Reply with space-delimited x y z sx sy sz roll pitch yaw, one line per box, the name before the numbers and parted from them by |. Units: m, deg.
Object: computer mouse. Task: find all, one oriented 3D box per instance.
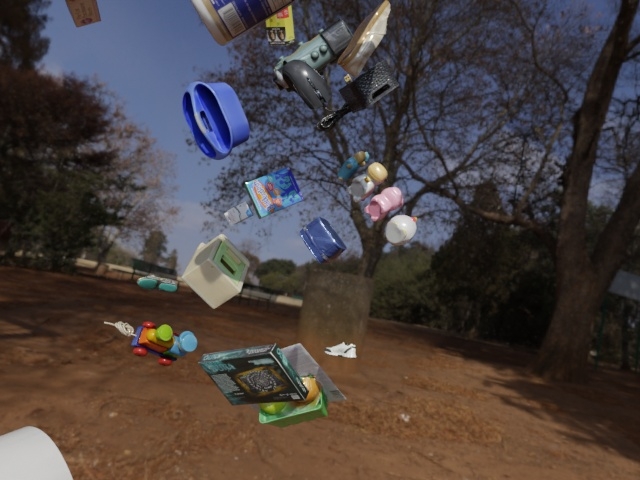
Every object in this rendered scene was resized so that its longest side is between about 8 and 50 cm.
computer mouse | 0.009 -0.496 1.531 0.262 0.184 0.060 56 -6 5

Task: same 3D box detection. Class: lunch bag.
lunch bag | 0.000 0.000 1.023 0.098 0.065 0.067 55 13 18

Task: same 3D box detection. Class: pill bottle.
pill bottle | -0.127 -0.518 0.952 0.265 0.153 0.153 -30 -17 3

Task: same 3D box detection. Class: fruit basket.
fruit basket | -0.129 0.470 1.599 0.327 0.165 0.353 -21 -57 17

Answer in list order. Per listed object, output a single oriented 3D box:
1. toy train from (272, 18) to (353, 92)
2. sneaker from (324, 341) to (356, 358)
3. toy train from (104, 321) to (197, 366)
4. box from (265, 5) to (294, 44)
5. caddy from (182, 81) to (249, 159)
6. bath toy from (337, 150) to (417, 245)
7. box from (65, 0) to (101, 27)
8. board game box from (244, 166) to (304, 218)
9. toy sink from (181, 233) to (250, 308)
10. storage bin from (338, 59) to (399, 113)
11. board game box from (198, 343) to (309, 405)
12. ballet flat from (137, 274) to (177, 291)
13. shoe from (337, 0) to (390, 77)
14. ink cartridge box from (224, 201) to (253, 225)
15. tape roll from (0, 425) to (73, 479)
toy train | -0.025 -0.647 1.701 0.142 0.334 0.190 55 0 -14
sneaker | 0.060 0.318 1.409 0.109 0.043 0.040 -3 -15 36
toy train | -0.501 0.284 1.437 0.143 0.105 0.248 -22 -44 37
box | -0.150 -0.816 1.701 0.087 0.232 0.058 13 35 25
caddy | -0.470 -0.525 2.109 0.241 0.341 0.179 -15 12 39
bath toy | 0.216 -0.144 1.656 0.129 0.348 0.151 -23 -17 -48
box | -0.532 -0.570 1.038 0.067 0.063 0.324 -24 4 -19
board game box | -0.197 -0.204 2.056 0.210 0.160 0.047 -25 1 -21
toy sink | -0.336 0.084 1.611 0.131 0.234 0.153 -33 -69 18
storage bin | 0.137 -0.443 1.400 0.084 0.122 0.180 55 -2 -14
board game box | -0.128 0.256 0.910 0.186 0.026 0.126 -15 -64 32
ballet flat | -0.451 0.116 1.325 0.114 0.041 0.041 19 -12 -40
shoe | 0.119 -0.504 1.207 0.058 0.219 0.076 37 -12 -24
ink cartridge box | -0.258 -0.082 1.511 0.083 0.048 0.028 -27 1 2
tape roll | -0.498 0.430 0.722 0.246 0.246 0.169 4 7 35
